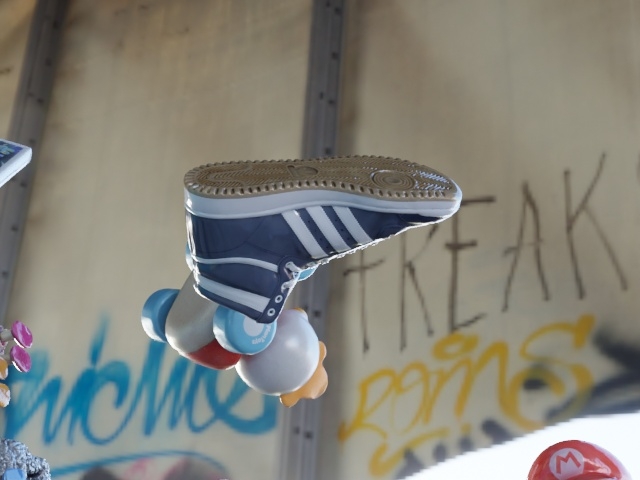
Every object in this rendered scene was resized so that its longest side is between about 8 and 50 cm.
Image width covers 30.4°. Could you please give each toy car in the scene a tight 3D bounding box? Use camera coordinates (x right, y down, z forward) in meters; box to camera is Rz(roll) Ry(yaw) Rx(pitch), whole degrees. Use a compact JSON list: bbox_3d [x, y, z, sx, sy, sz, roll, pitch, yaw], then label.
[{"bbox_3d":[-0.065,0.108,1.533,0.238,0.210,0.219,45,-26,-28],"label":"toy car"}]

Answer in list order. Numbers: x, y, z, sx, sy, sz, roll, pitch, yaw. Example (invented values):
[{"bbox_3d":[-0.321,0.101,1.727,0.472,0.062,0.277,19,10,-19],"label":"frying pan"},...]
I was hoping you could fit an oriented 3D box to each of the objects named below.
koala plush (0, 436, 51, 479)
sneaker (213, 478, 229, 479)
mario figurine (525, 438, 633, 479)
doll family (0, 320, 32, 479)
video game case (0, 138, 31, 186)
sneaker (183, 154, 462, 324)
[{"bbox_3d":[-0.439,0.389,1.516,0.196,0.221,0.203,-10,-25,12],"label":"koala plush"},{"bbox_3d":[-0.172,0.577,2.016,0.130,0.330,0.147,-7,-11,-2],"label":"sneaker"},{"bbox_3d":[0.284,0.354,1.157,0.198,0.320,0.170,-5,-16,-37],"label":"mario figurine"},{"bbox_3d":[-0.406,0.189,1.243,0.163,0.263,0.118,-16,-30,19],"label":"doll family"},{"bbox_3d":[-0.449,-0.084,1.315,0.183,0.201,0.023,17,-62,6],"label":"video game case"},{"bbox_3d":[0.000,0.000,1.210,0.282,0.099,0.153,-1,-63,-10],"label":"sneaker"}]
